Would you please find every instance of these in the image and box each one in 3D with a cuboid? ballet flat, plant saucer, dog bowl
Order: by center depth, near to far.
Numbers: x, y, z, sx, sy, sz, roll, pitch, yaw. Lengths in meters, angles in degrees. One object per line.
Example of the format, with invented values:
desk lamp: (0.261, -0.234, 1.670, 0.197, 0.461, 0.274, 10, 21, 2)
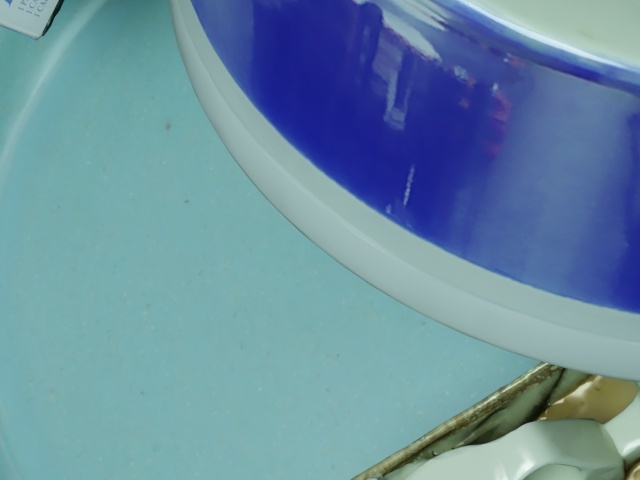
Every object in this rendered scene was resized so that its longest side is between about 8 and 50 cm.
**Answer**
dog bowl: (0.094, -0.099, 0.466, 0.265, 0.104, 0.265, 3, 53, -5)
ballet flat: (0.078, 0.053, 0.470, 0.206, 0.067, 0.073, -38, 64, 7)
plant saucer: (0.000, 0.000, 0.576, 0.317, 0.044, 0.318, -6, 73, 19)

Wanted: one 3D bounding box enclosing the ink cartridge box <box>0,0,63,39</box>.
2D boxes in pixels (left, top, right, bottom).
ink cartridge box: (-0.062, -0.172, 0.536, 0.207, 0.046, 0.097, -60, 24, 21)
